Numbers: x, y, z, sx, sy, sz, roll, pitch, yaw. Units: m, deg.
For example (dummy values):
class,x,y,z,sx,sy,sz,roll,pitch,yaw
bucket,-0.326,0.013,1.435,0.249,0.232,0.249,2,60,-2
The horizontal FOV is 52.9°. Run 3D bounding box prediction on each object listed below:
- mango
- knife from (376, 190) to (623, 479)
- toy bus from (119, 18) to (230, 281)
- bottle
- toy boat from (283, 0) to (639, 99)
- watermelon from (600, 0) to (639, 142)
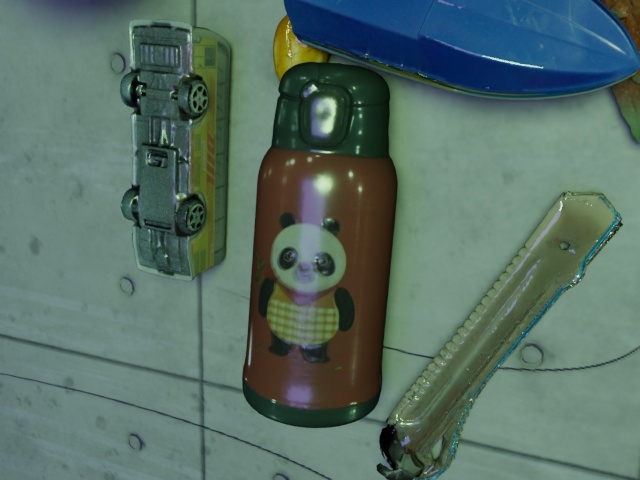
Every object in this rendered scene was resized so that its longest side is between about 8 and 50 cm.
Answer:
class,x,y,z,sx,sy,sz,roll,pitch,yaw
mango,-0.019,-0.187,0.645,0.060,0.046,0.089,10,108,21
knife,0.165,0.105,0.636,0.089,0.043,0.365,23,111,-18
toy bus,-0.149,-0.094,0.691,0.092,0.106,0.268,10,108,21
bottle,0.000,0.000,0.629,0.144,0.144,0.336,8,103,22
toy boat,0.119,-0.187,0.544,0.295,0.088,0.129,25,86,23
watermelon,0.299,-0.204,0.477,0.193,0.140,0.256,-23,84,18
